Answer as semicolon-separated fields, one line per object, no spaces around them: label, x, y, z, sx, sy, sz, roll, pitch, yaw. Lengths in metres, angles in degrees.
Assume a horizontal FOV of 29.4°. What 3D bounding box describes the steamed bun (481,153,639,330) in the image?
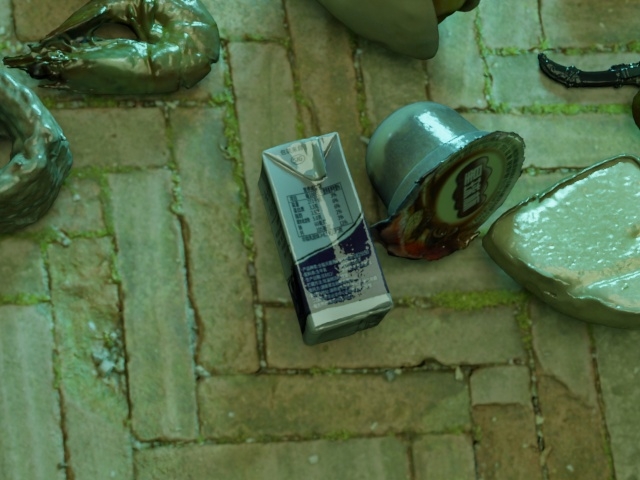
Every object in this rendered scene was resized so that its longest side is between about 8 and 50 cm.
steamed bun;0.332;0.027;1.477;0.231;0.110;0.212;-25;63;-7

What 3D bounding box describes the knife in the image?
knife;0.391;-0.215;1.581;0.222;0.021;0.045;4;74;-3

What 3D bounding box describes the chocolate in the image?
chocolate;0.123;-0.085;1.466;0.221;0.221;0.147;-40;59;-12

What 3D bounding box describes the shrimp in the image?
shrimp;-0.258;-0.243;1.504;0.267;0.061;0.145;-11;89;-5

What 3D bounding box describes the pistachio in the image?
pistachio;0.063;-0.366;1.503;0.299;0.187;0.187;41;77;0

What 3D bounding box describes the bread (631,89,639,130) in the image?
bread;0.525;-0.166;1.525;0.246;0.135;0.232;22;89;-4

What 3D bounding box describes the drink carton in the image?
drink carton;0.000;0.000;1.441;0.102;0.134;0.222;-17;79;-6

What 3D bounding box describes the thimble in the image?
thimble;-0.419;-0.106;1.422;0.229;0.148;0.196;24;77;3
